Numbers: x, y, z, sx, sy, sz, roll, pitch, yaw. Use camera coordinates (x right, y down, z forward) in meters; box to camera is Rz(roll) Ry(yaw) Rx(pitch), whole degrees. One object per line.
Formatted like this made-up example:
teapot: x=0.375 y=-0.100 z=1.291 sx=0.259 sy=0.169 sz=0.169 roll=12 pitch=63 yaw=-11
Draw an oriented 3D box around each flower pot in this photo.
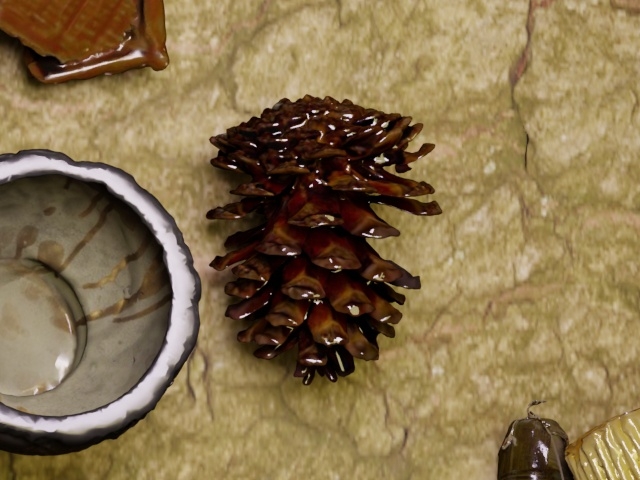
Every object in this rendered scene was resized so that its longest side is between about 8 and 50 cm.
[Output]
flower pot: x=-0.267 y=0.070 z=1.621 sx=0.267 sy=0.267 sz=0.266 roll=4 pitch=78 yaw=-20

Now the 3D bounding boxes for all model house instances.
model house: x=-0.249 y=-0.284 z=1.778 sx=0.219 sy=0.199 sz=0.229 roll=-43 pitch=133 yaw=12

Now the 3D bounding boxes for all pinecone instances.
pinecone: x=0.003 y=0.000 z=1.768 sx=0.246 sy=0.246 sz=0.292 roll=-3 pitch=98 yaw=-22

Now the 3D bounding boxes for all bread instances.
bread: x=0.362 y=0.235 z=1.839 sx=0.179 sy=0.250 sz=0.133 roll=-31 pitch=74 yaw=17

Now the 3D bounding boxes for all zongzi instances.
zongzi: x=0.262 y=0.283 z=1.884 sx=0.184 sy=0.084 sz=0.187 roll=24 pitch=65 yaw=-30
